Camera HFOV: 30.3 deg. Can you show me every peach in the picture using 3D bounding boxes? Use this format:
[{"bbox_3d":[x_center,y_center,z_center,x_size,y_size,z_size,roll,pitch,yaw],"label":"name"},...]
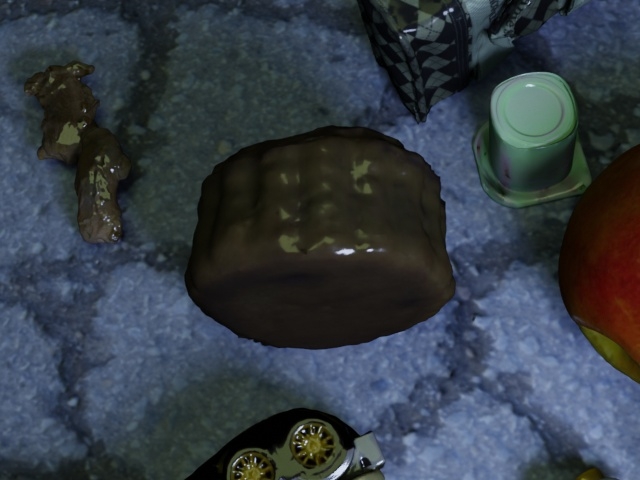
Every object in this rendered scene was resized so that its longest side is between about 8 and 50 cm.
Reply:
[{"bbox_3d":[0.439,0.015,1.370,0.308,0.308,0.332,39,73,21],"label":"peach"}]

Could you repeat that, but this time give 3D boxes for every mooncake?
[{"bbox_3d":[0.000,0.000,1.431,0.324,0.324,0.187,-3,66,8],"label":"mooncake"}]

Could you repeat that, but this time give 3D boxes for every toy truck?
[{"bbox_3d":[-0.095,0.368,1.370,0.405,0.180,0.254,-25,73,-5],"label":"toy truck"}]

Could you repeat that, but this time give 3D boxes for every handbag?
[{"bbox_3d":[0.261,-0.339,1.540,0.416,0.317,0.180,-31,67,1],"label":"handbag"}]

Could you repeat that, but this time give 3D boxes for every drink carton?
[{"bbox_3d":[0.273,-0.138,1.537,0.144,0.142,0.146,-13,68,5],"label":"drink carton"}]

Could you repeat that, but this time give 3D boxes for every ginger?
[{"bbox_3d":[-0.338,-0.129,1.661,0.122,0.084,0.290,-22,66,-8],"label":"ginger"}]

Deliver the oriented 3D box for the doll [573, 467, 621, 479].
[{"bbox_3d":[0.373,0.393,1.305,0.177,0.141,0.314,-15,49,-30],"label":"doll"}]
